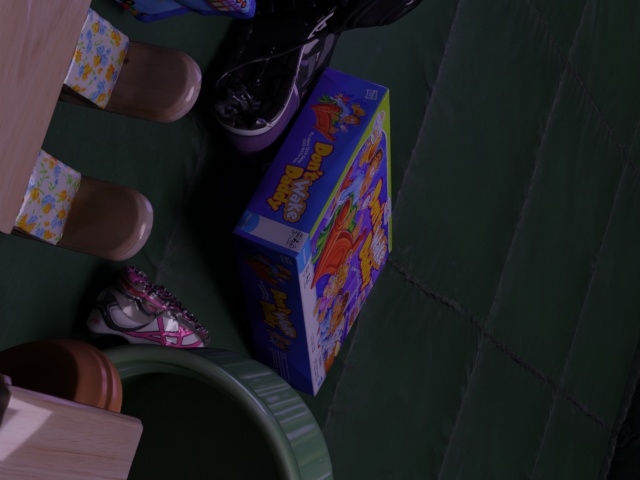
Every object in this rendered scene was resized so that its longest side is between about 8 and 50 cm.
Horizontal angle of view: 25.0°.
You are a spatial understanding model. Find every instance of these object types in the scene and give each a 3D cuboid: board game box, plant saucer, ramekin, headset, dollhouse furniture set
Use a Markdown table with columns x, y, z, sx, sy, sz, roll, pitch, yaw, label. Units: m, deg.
| x | y | z | sx | sy | sz | roll | pitch | yaw | label |
| --- | --- | --- | --- | --- | --- | --- | --- | --- | --- |
| 0.000 | 0.000 | 1.665 | 0.347 | 0.078 | 0.233 | 84 | 31 | -60 | board game box |
| -0.262 | 0.155 | 1.211 | 0.200 | 0.200 | 0.037 | -58 | 135 | -31 | plant saucer |
| -0.134 | 0.243 | 1.389 | 0.148 | 0.303 | 0.303 | -7 | 108 | -69 | ramekin |
| 0.001 | -0.295 | 1.441 | 0.394 | 0.243 | 0.185 | -62 | 175 | 4 | headset |
| -0.239 | -0.032 | 1.095 | 0.362 | 0.256 | 0.394 | 31 | 75 | -62 | dollhouse furniture set |

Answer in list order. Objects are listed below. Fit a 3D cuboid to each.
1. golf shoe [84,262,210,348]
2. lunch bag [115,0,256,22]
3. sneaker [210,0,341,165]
| x | y | z | sx | sy | sz | roll | pitch | yaw | label |
| --- | --- | --- | --- | --- | --- | --- | --- | --- | --- |
| -0.180 | 0.087 | 1.486 | 0.086 | 0.067 | 0.186 | -46 | 150 | 1 | golf shoe |
| -0.138 | -0.375 | 1.290 | 0.221 | 0.138 | 0.293 | 36 | 61 | -58 | lunch bag |
| -0.035 | -0.212 | 1.598 | 0.283 | 0.107 | 0.124 | -60 | 164 | -21 | sneaker |
